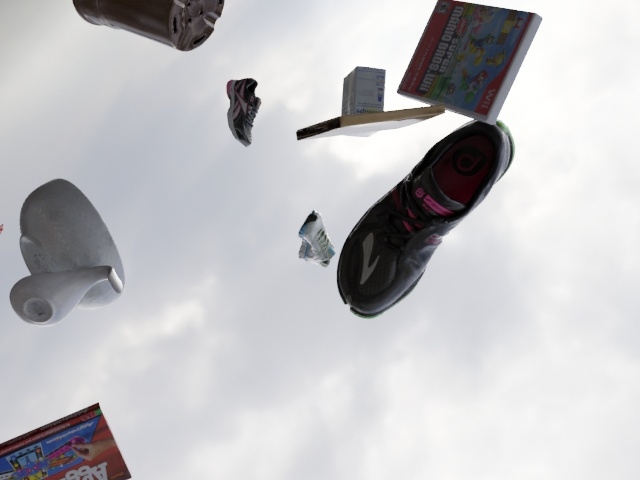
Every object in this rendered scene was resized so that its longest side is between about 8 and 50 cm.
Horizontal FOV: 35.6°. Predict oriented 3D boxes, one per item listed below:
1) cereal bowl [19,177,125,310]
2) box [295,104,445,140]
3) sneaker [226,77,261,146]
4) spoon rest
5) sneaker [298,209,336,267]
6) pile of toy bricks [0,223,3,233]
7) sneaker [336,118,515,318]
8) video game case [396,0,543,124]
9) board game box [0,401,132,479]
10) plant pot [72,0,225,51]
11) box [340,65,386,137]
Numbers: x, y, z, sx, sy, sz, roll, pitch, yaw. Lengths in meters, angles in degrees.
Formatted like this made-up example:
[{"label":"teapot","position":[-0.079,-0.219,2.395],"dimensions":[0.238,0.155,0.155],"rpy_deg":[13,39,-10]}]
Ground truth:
[{"label":"cereal bowl","position":[-0.621,0.027,2.393],"dimensions":[0.141,0.339,0.339],"rpy_deg":[-30,-173,-32]},{"label":"box","position":[0.082,-0.197,1.666],"dimensions":[0.201,0.021,0.164],"rpy_deg":[-9,-178,-26]},{"label":"sneaker","position":[-0.177,-0.314,2.374],"dimensions":[0.077,0.072,0.178],"rpy_deg":[-15,-107,21]},{"label":"spoon rest","position":[-0.574,0.118,2.257],"dimensions":[0.276,0.137,0.084],"rpy_deg":[-17,-152,13]},{"label":"sneaker","position":[0.000,0.000,2.216],"dimensions":[0.071,0.083,0.191],"rpy_deg":[-53,163,-22]},{"label":"pile of toy bricks","position":[-0.634,-0.025,1.821],"dimensions":[0.118,0.105,0.212],"rpy_deg":[100,8,-64]},{"label":"sneaker","position":[0.192,-0.060,1.955],"dimensions":[0.483,0.185,0.202],"rpy_deg":[-53,169,2]},{"label":"video game case","position":[0.264,-0.335,1.823],"dimensions":[0.285,0.025,0.204],"rpy_deg":[31,-82,55]},{"label":"board game box","position":[-0.465,0.382,1.620],"dimensions":[0.281,0.145,0.027],"rpy_deg":[-23,-157,-9]},{"label":"plant pot","position":[-0.236,-0.355,1.409],"dimensions":[0.167,0.165,0.167],"rpy_deg":[-47,154,-32]},{"label":"box","position":[0.094,-0.306,2.210],"dimensions":[0.126,0.072,0.137],"rpy_deg":[167,-73,-78]}]
